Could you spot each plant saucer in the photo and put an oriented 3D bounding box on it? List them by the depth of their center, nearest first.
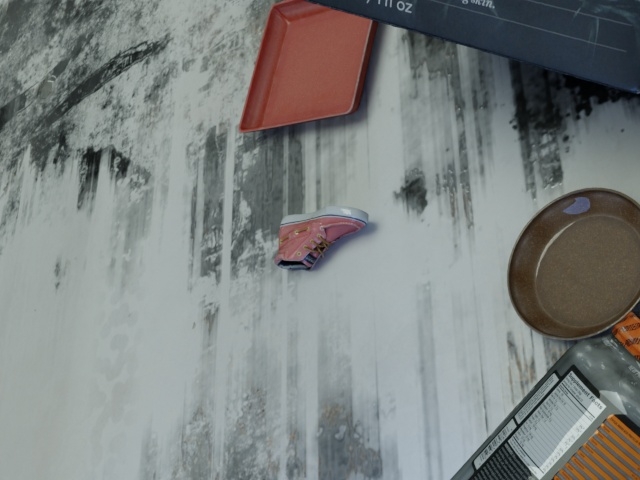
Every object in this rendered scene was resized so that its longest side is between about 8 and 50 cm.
[{"bbox_3d":[0.322,0.032,1.299,0.199,0.036,0.198,-23,53,34],"label":"plant saucer"},{"bbox_3d":[-0.007,-0.302,1.790,0.259,0.048,0.259,-4,66,42],"label":"plant saucer"}]

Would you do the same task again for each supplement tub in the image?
[{"bbox_3d":[0.276,0.239,1.110,0.316,0.194,0.193,-50,43,10],"label":"supplement tub"}]

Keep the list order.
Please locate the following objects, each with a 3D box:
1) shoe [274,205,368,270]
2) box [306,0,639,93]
[{"bbox_3d":[0.000,0.000,1.607,0.178,0.063,0.081,-8,64,47],"label":"shoe"},{"bbox_3d":[0.256,-0.472,1.222,0.480,0.297,0.471,23,119,32],"label":"box"}]
